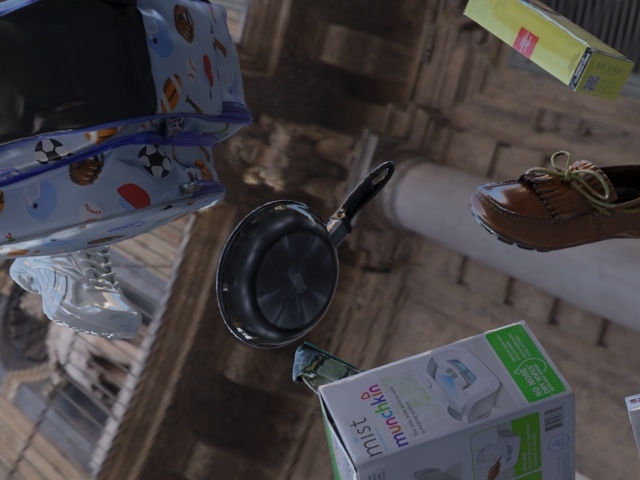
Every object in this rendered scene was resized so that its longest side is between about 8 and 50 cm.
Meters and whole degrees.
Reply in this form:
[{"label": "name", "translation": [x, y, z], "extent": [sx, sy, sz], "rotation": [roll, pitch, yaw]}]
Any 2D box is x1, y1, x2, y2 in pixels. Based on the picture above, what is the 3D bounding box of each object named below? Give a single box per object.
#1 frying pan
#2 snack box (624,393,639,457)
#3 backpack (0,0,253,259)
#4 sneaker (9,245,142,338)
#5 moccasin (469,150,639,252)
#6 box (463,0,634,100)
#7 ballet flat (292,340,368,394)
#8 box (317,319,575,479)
[{"label": "frying pan", "translation": [0.001, 0.029, 1.634], "extent": [0.326, 0.053, 0.197], "rotation": [-20, -67, -35]}, {"label": "snack box", "translation": [0.240, 0.168, 0.758], "extent": [0.064, 0.022, 0.178], "rotation": [-15, -70, 13]}, {"label": "backpack", "translation": [-0.174, -0.099, 0.926], "extent": [0.263, 0.276, 0.213], "rotation": [-32, -67, -66]}, {"label": "sneaker", "translation": [-0.279, 0.034, 1.435], "extent": [0.090, 0.232, 0.115], "rotation": [15, -79, -49]}, {"label": "moccasin", "translation": [0.397, -0.067, 1.867], "extent": [0.379, 0.139, 0.147], "rotation": [0, -52, -22]}, {"label": "box", "translation": [0.288, -0.260, 1.575], "extent": [0.087, 0.232, 0.058], "rotation": [5, -60, -40]}, {"label": "ballet flat", "translation": [0.044, 0.191, 1.589], "extent": [0.070, 0.188, 0.070], "rotation": [-33, -48, -45]}, {"label": "box", "translation": [0.136, 0.247, 1.271], "extent": [0.231, 0.127, 0.262], "rotation": [-17, -51, -9]}]
